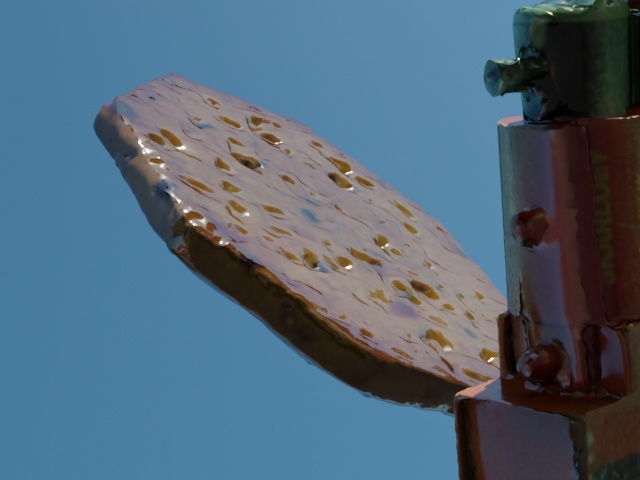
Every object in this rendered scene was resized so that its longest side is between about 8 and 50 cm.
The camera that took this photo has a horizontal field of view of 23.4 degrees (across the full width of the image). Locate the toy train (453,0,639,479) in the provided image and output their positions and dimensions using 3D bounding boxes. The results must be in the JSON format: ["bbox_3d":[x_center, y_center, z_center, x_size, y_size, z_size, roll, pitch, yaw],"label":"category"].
[{"bbox_3d":[0.094,0.001,0.475,0.118,0.074,0.175,-14,-77,-39],"label":"toy train"}]

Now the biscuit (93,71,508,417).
[{"bbox_3d":[-0.001,0.000,1.067,0.359,0.359,0.046,23,-68,-36],"label":"biscuit"}]
